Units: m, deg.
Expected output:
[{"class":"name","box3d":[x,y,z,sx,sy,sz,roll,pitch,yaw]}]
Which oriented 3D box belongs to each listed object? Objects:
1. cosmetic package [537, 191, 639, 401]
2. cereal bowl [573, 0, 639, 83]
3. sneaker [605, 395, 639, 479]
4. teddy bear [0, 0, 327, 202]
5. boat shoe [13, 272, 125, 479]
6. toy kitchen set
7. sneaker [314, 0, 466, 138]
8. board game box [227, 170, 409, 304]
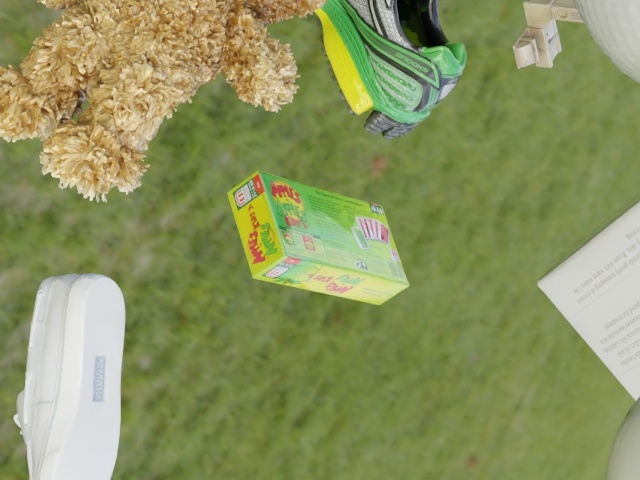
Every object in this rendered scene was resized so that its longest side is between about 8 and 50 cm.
[{"class":"cosmetic package","box3d":[0.351,0.099,1.135,0.155,0.365,0.197,-37,175,-32]},{"class":"cereal bowl","box3d":[0.365,-0.206,1.200,0.339,0.141,0.339,-21,160,-8]},{"class":"sneaker","box3d":[0.233,0.030,0.528,0.366,0.150,0.135,-17,100,-19]},{"class":"teddy bear","box3d":[-0.136,-0.179,1.358,0.338,0.245,0.113,-30,145,-13]},{"class":"boat shoe","box3d":[-0.184,0.114,1.132,0.066,0.063,0.184,2,91,-58]},{"class":"toy kitchen set","box3d":[0.253,-0.214,1.716,0.068,0.075,0.083,-53,140,-34]},{"class":"sneaker","box3d":[0.055,-0.291,1.745,0.146,0.343,0.134,-35,168,35]},{"class":"board game box","box3d":[0.000,0.000,1.513,0.043,0.092,0.181,-35,149,30]}]
